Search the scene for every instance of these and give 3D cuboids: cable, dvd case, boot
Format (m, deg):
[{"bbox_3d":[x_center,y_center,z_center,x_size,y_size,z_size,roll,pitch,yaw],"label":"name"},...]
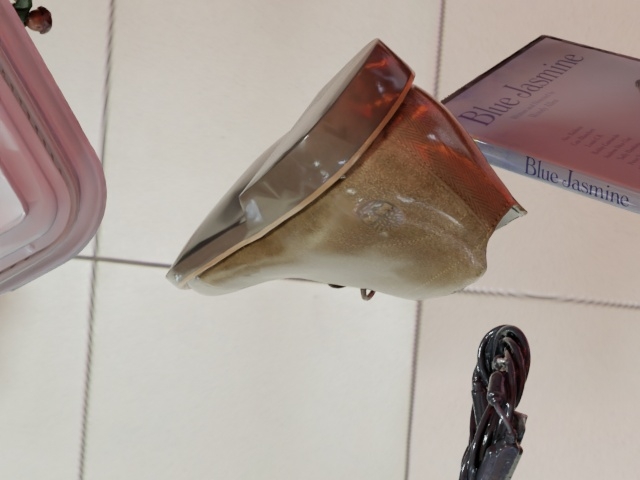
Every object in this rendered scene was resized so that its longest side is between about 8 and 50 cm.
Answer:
[{"bbox_3d":[0.144,0.162,1.033,0.047,0.150,0.184,9,134,0],"label":"cable"},{"bbox_3d":[0.219,-0.079,0.814,0.253,0.180,0.022,22,131,33],"label":"dvd case"},{"bbox_3d":[0.000,0.000,0.636,0.115,0.305,0.112,38,69,-10],"label":"boot"}]

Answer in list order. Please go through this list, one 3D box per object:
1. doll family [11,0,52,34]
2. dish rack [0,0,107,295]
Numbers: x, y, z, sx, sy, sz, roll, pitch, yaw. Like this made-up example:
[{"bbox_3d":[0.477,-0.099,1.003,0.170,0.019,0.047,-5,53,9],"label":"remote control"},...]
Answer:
[{"bbox_3d":[-0.261,-0.256,1.044,0.193,0.111,0.076,-44,55,50],"label":"doll family"},{"bbox_3d":[-0.320,-0.045,0.669,0.332,0.072,0.286,-29,108,-3],"label":"dish rack"}]
